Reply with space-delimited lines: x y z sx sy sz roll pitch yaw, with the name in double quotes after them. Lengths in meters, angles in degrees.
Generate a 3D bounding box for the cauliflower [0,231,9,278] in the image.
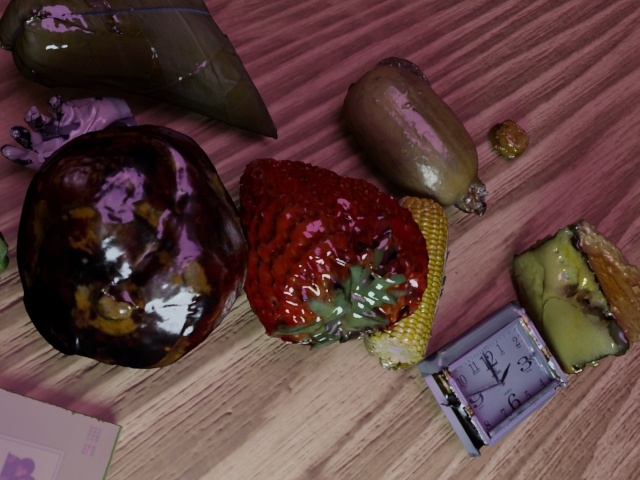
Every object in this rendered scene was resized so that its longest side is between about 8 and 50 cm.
-0.520 0.009 1.017 0.250 0.272 0.275 -16 92 -59 "cauliflower"

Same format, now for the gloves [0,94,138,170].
-0.388 -0.157 1.194 0.212 0.111 0.127 -21 99 -31 "gloves"

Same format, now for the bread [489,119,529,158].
0.390 -0.208 1.593 0.083 0.046 0.081 5 64 -21 "bread"

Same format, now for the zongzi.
-0.271 -0.265 1.223 0.393 0.174 0.356 54 42 -5 "zongzi"

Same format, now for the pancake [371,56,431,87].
0.157 -0.291 1.531 0.158 0.028 0.158 8 70 -23 "pancake"

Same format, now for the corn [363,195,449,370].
0.152 0.070 1.350 0.123 0.122 0.305 49 50 -53 "corn"

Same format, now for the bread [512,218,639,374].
0.477 0.109 1.433 0.163 0.204 0.262 2 66 -36 "bread"

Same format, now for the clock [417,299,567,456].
0.300 0.239 1.363 0.253 0.083 0.186 -27 83 -30 "clock"

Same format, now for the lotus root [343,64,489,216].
0.185 -0.173 1.419 0.169 0.151 0.342 -42 90 -13 "lotus root"

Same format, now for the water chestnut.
-0.249 -0.004 1.107 0.335 0.335 0.347 49 30 -1 "water chestnut"

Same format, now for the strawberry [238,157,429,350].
0.000 0.000 1.233 0.312 0.267 0.351 1 38 -34 "strawberry"

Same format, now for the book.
-0.468 0.310 1.022 0.352 0.035 0.239 22 65 -16 "book"
